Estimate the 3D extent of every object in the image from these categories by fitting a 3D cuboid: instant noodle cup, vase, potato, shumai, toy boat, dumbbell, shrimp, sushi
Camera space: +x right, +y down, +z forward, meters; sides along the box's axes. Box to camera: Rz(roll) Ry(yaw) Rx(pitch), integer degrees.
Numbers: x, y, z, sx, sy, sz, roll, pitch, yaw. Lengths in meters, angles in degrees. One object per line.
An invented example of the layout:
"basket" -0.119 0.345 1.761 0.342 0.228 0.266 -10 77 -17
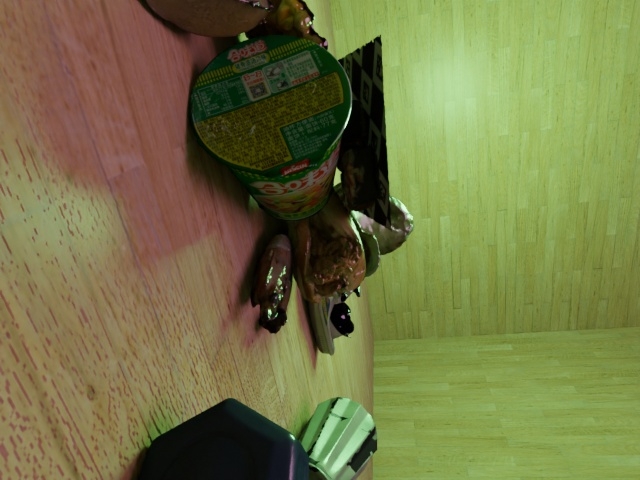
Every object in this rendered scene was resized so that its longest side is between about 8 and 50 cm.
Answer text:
"instant noodle cup" -0.056 -0.132 0.612 0.233 0.206 0.207 82 6 -70
"vase" 0.015 0.414 0.791 0.360 0.165 0.165 29 56 -74
"potato" -0.153 -0.293 0.481 0.172 0.089 0.101 -16 80 -49
"shumai" 0.085 0.005 1.250 0.292 0.329 0.289 35 60 -27
"toy boat" 0.033 0.167 1.081 0.141 0.140 0.270 -80 175 -58
"dumbbell" -0.060 0.304 0.429 0.144 0.159 0.325 48 -20 46
"shrimp" -0.079 0.087 0.700 0.254 0.059 0.145 -89 179 -59
"sushi" 0.043 -0.179 0.722 0.294 0.059 0.292 -125 -152 -74

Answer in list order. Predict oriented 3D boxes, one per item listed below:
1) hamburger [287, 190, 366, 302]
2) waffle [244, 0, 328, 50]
"hamburger" 0.000 0.000 0.848 0.286 0.146 0.243 -157 -130 -81
"waffle" -0.067 -0.310 0.699 0.282 0.058 0.301 56 -12 22
